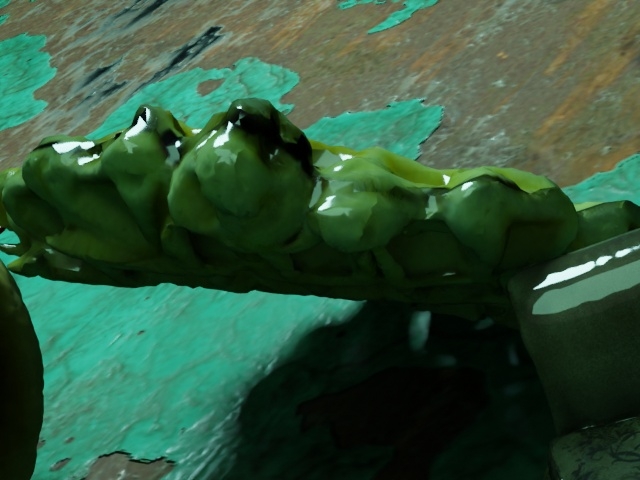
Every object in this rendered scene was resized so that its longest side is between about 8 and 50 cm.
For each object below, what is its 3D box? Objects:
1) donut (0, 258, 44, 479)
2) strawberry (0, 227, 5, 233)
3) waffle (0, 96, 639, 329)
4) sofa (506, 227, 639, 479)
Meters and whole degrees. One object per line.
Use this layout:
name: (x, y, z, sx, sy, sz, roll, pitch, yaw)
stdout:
donut: (-0.312, 0.072, 0.778, 0.330, 0.330, 0.160, -29, 15, -9)
strawberry: (-0.320, 0.034, 1.068, 0.175, 0.106, 0.236, 19, 37, 2)
waffle: (0.000, 0.000, 0.735, 0.297, 0.073, 0.317, 12, -9, -34)
sofa: (0.165, 0.067, 0.506, 0.200, 0.182, 0.258, -21, 27, 8)
